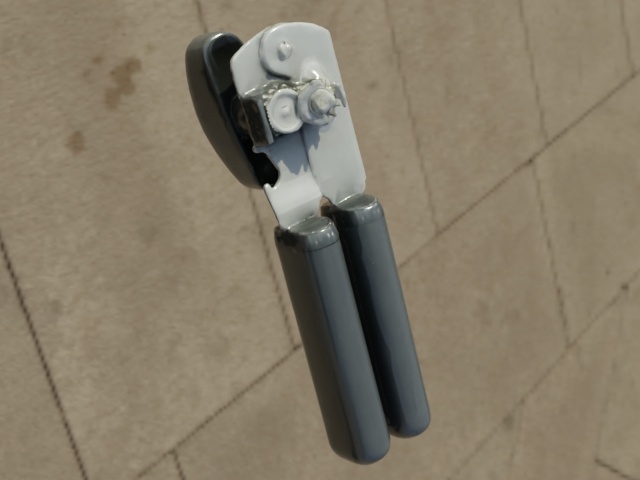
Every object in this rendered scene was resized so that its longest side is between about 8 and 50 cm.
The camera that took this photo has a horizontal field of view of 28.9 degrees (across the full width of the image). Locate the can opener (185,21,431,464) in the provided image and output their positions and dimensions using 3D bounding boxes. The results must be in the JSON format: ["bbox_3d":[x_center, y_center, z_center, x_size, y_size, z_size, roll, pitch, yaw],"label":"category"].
[{"bbox_3d":[0.000,0.000,0.762,0.074,0.093,0.280,-26,106,-32],"label":"can opener"}]
